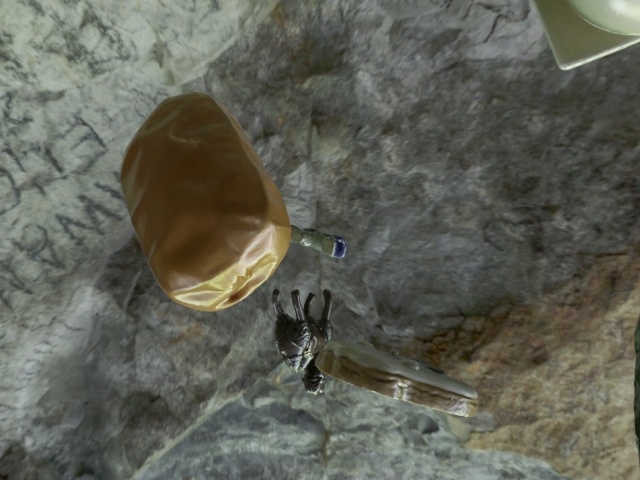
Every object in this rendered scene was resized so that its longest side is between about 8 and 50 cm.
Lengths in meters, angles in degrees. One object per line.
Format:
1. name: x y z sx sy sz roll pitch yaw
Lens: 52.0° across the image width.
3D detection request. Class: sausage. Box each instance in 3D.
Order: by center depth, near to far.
1. sausage: -0.114 -0.045 0.620 0.136 0.120 0.241 -40 -128 7

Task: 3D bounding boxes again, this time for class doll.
1. doll: -0.020 0.153 0.995 0.057 0.139 0.165 -4 -94 28

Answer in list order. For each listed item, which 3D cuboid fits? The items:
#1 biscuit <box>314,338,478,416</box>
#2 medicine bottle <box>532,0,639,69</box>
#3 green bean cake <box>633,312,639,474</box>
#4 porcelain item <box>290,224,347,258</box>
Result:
1. biscuit: 0.093 0.161 0.797 0.208 0.181 0.049 18 -94 -19
2. medicine bottle: 0.493 -0.412 0.903 0.406 0.236 0.235 -21 -85 16
3. green bean cake: 0.183 0.026 0.187 0.125 0.222 0.227 13 -51 8
4. porcelain item: 0.000 0.000 0.786 0.075 0.136 0.021 6 -83 -42
